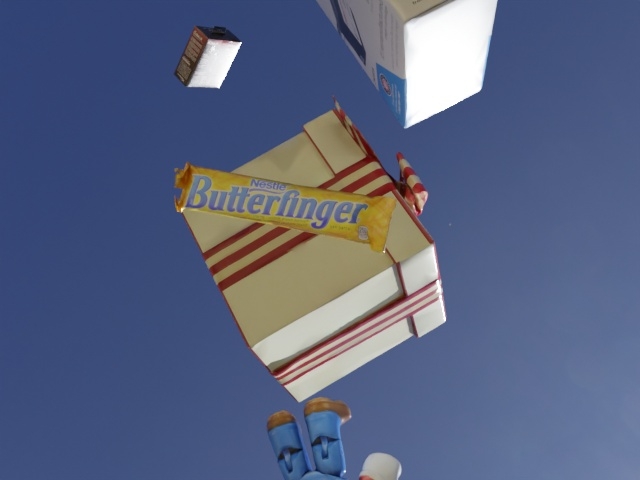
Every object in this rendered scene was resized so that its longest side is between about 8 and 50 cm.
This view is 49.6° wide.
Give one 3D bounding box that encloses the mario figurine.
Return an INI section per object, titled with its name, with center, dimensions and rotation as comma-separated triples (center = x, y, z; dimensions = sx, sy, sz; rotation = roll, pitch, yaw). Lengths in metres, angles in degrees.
[mario figurine]
center = 0.013, 0.403, 0.986
dimensions = 0.198, 0.170, 0.320
rotation = -48, -137, 43

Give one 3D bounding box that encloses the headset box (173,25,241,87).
[headset box]
center = -0.147, -0.244, 0.914
dimensions = 0.032, 0.062, 0.083
rotation = 46, -57, 22

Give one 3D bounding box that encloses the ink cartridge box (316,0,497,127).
[ink cartridge box]
center = 0.083, -0.338, 0.895
dimensions = 0.129, 0.223, 0.307
rotation = -28, -113, -4

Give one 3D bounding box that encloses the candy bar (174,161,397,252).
[candy bar]
center = -0.028, -0.025, 0.499
dimensions = 0.162, 0.018, 0.040
rotation = 11, -81, 5

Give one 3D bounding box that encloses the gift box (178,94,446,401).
[gift box]
center = 0.000, 0.000, 0.853
dimensions = 0.258, 0.255, 0.276
rotation = -29, -116, -3
